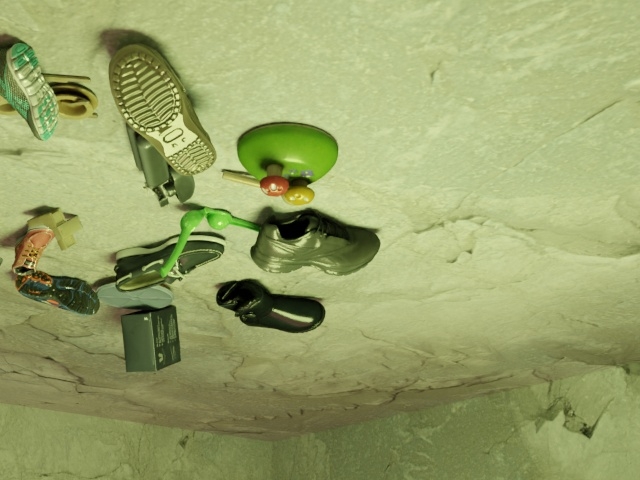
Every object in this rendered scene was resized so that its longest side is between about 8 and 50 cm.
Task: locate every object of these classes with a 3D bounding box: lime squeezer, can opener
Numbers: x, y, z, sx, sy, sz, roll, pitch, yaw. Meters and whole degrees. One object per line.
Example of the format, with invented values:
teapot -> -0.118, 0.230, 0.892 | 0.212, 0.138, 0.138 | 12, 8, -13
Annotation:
lime squeezer -> -0.221, -0.021, 1.866 | 0.310, 0.110, 0.059 | -20, 158, -44
can opener -> -0.292, -0.143, 1.623 | 0.093, 0.074, 0.280 | -32, 162, -11

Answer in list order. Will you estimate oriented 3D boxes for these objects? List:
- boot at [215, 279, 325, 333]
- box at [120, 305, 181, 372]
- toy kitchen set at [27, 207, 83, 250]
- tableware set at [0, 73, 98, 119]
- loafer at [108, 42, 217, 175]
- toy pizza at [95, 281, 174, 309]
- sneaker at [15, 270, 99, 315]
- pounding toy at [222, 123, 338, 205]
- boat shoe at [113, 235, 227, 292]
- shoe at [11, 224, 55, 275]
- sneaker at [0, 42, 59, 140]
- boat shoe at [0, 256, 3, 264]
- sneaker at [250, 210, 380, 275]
boot -> -0.128, 0.172, 2.324 | 0.247, 0.094, 0.207 | 1, 162, 15
box -> -0.454, 0.264, 2.416 | 0.093, 0.155, 0.158 | -5, -179, 16
toy kitchen set -> -0.557, -0.024, 1.901 | 0.075, 0.083, 0.068 | -14, -165, 31
tableware set -> -0.460, -0.221, 1.450 | 0.194, 0.039, 0.128 | 3, 157, -6
loafer -> -0.254, -0.209, 1.408 | 0.102, 0.092, 0.268 | -28, 139, -1
toy pizza -> -0.479, 0.135, 2.325 | 0.201, 0.032, 0.201 | 0, 157, 0
sneaker -> -0.665, 0.132, 2.269 | 0.221, 0.083, 0.087 | 25, 159, -21
pounding toy -> -0.069, -0.108, 1.625 | 0.183, 0.110, 0.237 | 9, 156, -20
boat shoe -> -0.344, 0.058, 2.056 | 0.303, 0.091, 0.114 | -14, 154, 32
shoe -> -0.632, 0.020, 1.982 | 0.064, 0.081, 0.178 | 16, 153, -33
sneaker -> -0.458, -0.228, 1.377 | 0.076, 0.065, 0.166 | 5, 131, 18
boat shoe -> -0.822, -0.007, 1.889 | 0.306, 0.104, 0.113 | 30, 163, -8
sneaker -> 0.000, 0.000, 1.899 | 0.286, 0.109, 0.130 | -3, 135, -22
